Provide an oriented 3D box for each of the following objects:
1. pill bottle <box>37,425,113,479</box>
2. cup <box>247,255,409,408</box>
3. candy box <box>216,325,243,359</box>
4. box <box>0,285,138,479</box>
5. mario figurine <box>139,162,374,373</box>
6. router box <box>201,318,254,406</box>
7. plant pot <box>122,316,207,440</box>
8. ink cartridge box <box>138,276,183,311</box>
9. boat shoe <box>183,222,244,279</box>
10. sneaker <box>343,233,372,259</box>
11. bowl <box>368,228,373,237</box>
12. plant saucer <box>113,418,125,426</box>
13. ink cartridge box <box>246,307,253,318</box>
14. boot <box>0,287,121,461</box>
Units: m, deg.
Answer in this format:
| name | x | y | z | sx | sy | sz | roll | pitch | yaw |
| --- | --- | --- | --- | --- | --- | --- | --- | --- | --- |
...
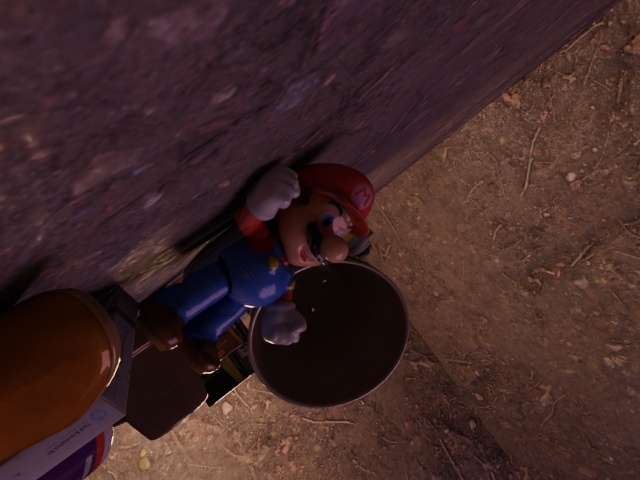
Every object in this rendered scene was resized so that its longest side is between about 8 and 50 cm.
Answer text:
| name | x | y | z | sx | sy | sz | roll | pitch | yaw |
| --- | --- | --- | --- | --- | --- | --- | --- | --- | --- |
| pill bottle | -0.450 | 0.316 | 0.619 | 0.181 | 0.181 | 0.323 | -36 | 179 | 21 |
| cup | -0.001 | 0.159 | 1.040 | 0.331 | 0.331 | 0.237 | -36 | -159 | 1 |
| candy box | -0.304 | 0.232 | 1.257 | 0.109 | 0.187 | 0.053 | -36 | 179 | -7 |
| box | -0.263 | 0.145 | 0.489 | 0.145 | 0.038 | 0.186 | -36 | -151 | 1 |
| mario figurine | -0.053 | 0.034 | 0.573 | 0.320 | 0.170 | 0.198 | -42 | 175 | -5 |
| router box | -0.359 | 0.354 | 1.573 | 0.243 | 0.309 | 0.081 | -35 | 175 | -21 |
| plant pot | -0.371 | 0.297 | 1.036 | 0.263 | 0.229 | 0.263 | -37 | 179 | -1 |
| ink cartridge box | -0.185 | 0.079 | 0.969 | 0.308 | 0.091 | 0.385 | -36 | 180 | 5 |
| boat shoe | -0.103 | -0.006 | 0.690 | 0.226 | 0.083 | 0.076 | -30 | -160 | -15 |
| sneaker | -0.066 | 0.020 | 1.227 | 0.384 | 0.147 | 0.145 | -17 | -176 | 8 |
| bowl | 0.000 | 0.000 | 1.422 | 0.289 | 0.156 | 0.289 | -36 | 179 | -1 |
| plant saucer | -0.489 | 0.344 | 1.232 | 0.310 | 0.050 | 0.310 | -23 | -151 | 13 |
| ink cartridge box | -0.181 | 0.200 | 1.511 | 0.114 | 0.273 | 0.197 | -31 | 177 | -19 |
| boot | -0.291 | 0.145 | 0.305 | 0.295 | 0.104 | 0.211 | -32 | -179 | 23 |
